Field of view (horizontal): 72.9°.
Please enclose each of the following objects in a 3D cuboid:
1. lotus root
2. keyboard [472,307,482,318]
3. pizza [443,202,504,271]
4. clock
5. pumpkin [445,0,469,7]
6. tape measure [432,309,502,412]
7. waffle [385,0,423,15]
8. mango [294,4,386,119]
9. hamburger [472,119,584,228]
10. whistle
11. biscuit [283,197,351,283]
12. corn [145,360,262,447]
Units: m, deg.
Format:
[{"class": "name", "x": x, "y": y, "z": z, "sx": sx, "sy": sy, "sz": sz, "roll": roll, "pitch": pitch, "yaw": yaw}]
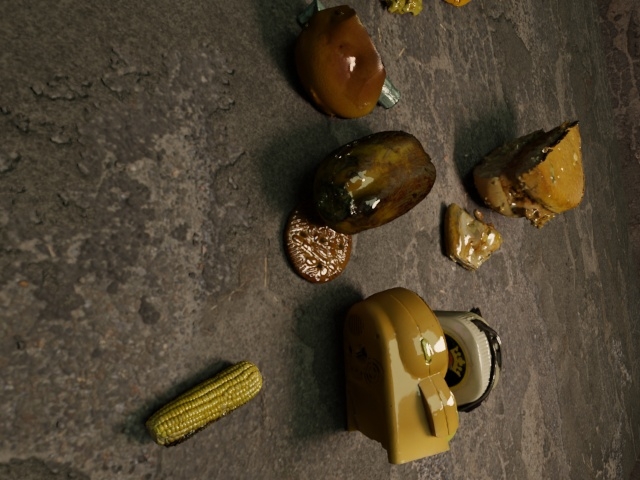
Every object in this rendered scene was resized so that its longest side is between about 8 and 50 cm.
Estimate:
[{"class": "lotus root", "x": 0.133, "y": -0.138, "z": 0.958, "sx": 0.397, "sy": 0.179, "sz": 0.196, "roll": -28, "pitch": 103, "yaw": -47}, {"class": "keyboard", "x": 0.505, "y": 0.327, "z": 1.356, "sx": 0.094, "sy": 0.025, "sz": 0.230, "roll": -30, "pitch": 106, "yaw": -37}, {"class": "pizza", "x": 0.480, "y": 0.000, "z": 1.330, "sx": 0.297, "sy": 0.071, "sz": 0.189, "roll": 19, "pitch": 74, "yaw": -39}, {"class": "clock", "x": 0.156, "y": 0.265, "z": 0.922, "sx": 0.200, "sy": 0.244, "sz": 0.317, "roll": -10, "pitch": 90, "yaw": -26}, {"class": "pumpkin", "x": 0.391, "y": -0.782, "z": 1.288, "sx": 0.183, "sy": 0.119, "sz": 0.107, "roll": -7, "pitch": 55, "yaw": -46}, {"class": "tape measure", "x": 0.338, "y": 0.313, "z": 1.075, "sx": 0.133, "sy": 0.231, "sz": 0.271, "roll": -1, "pitch": 87, "yaw": -43}, {"class": "waffle", "x": 0.211, "y": -0.737, "z": 1.166, "sx": 0.291, "sy": 0.051, "sz": 0.291, "roll": 5, "pitch": 82, "yaw": -41}, {"class": "mango", "x": 0.039, "y": -0.364, "z": 0.925, "sx": 0.236, "sy": 0.166, "sz": 0.136, "roll": 51, "pitch": 16, "yaw": -32}, {"class": "hamburger", "x": 0.681, "y": -0.189, "z": 1.389, "sx": 0.445, "sy": 0.268, "sz": 0.287, "roll": -35, "pitch": 107, "yaw": -42}, {"class": "whistle", "x": 0.076, "y": -0.428, "z": 1.018, "sx": 0.312, "sy": 0.062, "sz": 0.062, "roll": 33, "pitch": 66, "yaw": -34}, {"class": "biscuit", "x": 0.001, "y": 0.000, "z": 0.941, "sx": 0.188, "sy": 0.027, "sz": 0.187, "roll": 5, "pitch": 83, "yaw": -41}, {"class": "corn", "x": -0.188, "y": 0.271, "z": 0.729, "sx": 0.203, "sy": 0.072, "sz": 0.072, "roll": -22, "pitch": 101, "yaw": -39}]
